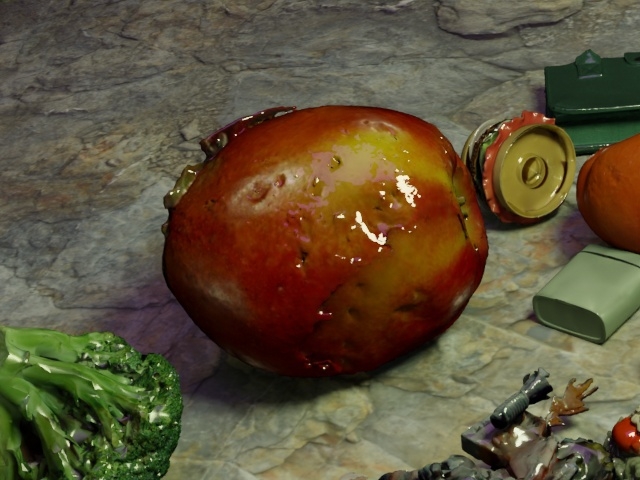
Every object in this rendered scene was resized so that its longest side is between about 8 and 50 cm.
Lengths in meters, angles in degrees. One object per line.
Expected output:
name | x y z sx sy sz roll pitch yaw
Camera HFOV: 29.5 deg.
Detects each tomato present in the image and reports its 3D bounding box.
tomato | 0.476 -0.077 1.652 0.259 0.180 0.260 -23 -5 -2

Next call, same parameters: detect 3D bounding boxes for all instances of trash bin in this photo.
trash bin | 0.364 0.067 1.609 0.116 0.059 0.130 18 45 43

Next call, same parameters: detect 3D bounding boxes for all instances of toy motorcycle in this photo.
toy motorcycle | 0.201 0.252 1.306 0.207 0.134 0.401 25 53 34

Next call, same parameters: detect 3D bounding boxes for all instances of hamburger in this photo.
hamburger | 0.288 -0.110 1.834 0.175 0.175 0.137 -30 21 -23

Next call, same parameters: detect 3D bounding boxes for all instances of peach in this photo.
peach | 0.000 0.000 1.599 0.416 0.339 0.353 -10 31 15

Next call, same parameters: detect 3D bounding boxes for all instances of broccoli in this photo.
broccoli | -0.311 0.225 1.454 0.308 0.275 0.308 -27 41 26

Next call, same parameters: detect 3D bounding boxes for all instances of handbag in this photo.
handbag | 0.532 -0.243 2.007 0.326 0.089 0.238 -6 31 12

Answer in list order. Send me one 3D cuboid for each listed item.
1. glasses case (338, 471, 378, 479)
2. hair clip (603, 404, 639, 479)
glasses case | 0.056 0.291 1.414 0.083 0.021 0.032 12 38 36
hair clip | 0.388 0.263 1.259 0.138 0.091 0.321 -18 31 -1
